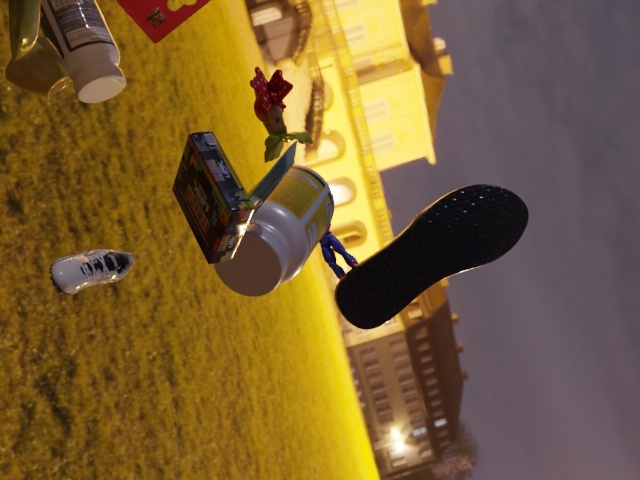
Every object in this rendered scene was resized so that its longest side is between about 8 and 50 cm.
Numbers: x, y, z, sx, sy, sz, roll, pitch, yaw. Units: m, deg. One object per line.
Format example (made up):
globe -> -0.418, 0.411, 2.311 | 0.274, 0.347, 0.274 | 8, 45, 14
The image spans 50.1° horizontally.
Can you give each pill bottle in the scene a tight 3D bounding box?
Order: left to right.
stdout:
pill bottle -> -0.627, -0.515, 1.800 | 0.162, 0.162, 0.279 | 85, -21, -81
pill bottle -> -0.097, -0.024, 1.438 | 0.334, 0.187, 0.188 | -58, 135, -61

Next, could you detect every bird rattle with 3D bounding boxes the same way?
bird rattle -> -0.134, -0.335, 1.763 | 0.207, 0.143, 0.254 | 52, -11, 54

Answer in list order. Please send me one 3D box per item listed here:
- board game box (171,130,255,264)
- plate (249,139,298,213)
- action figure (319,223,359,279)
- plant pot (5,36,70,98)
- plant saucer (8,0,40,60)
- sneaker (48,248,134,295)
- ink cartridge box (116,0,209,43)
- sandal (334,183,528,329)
board game box -> -0.181, -0.070, 1.126 | 0.170, 0.048, 0.141 | 59, -39, 26
plate -> -0.092, -0.096, 1.201 | 0.024, 0.188, 0.188 | 38, 0, -3
action figure -> 0.000, 0.000, 1.641 | 0.139, 0.091, 0.280 | 24, 28, -43
plant pot -> -0.634, -0.383, 1.570 | 0.095, 0.134, 0.134 | 42, -1, -2
plant saucer -> -0.548, -0.454, 1.267 | 0.241, 0.037, 0.241 | 4, -85, 62
sneaker -> -0.480, 0.057, 1.442 | 0.085, 0.086, 0.237 | 63, 17, 1
ink cartridge box -> -0.395, -0.697, 1.559 | 0.385, 0.308, 0.091 | 49, -23, -14
sandal -> 0.222, 0.021, 1.433 | 0.168, 0.445, 0.107 | 60, -4, -3
